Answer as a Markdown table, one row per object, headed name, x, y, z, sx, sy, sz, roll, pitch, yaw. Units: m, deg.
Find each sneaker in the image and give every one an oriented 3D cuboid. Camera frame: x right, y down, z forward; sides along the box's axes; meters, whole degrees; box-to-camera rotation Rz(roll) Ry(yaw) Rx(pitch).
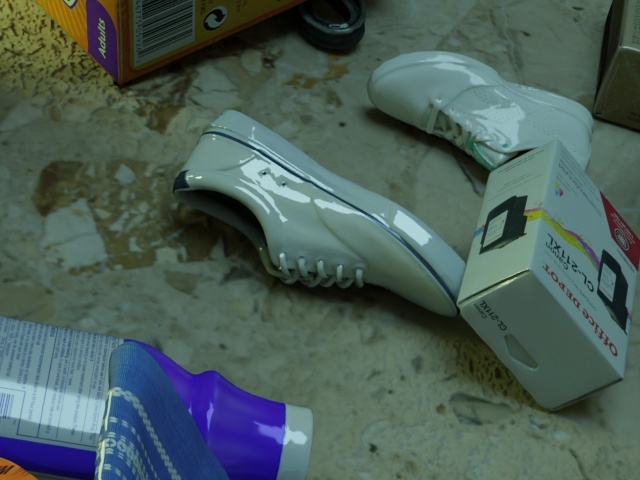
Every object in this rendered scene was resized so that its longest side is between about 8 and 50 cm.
| name | x | y | z | sx | sy | sz | roll | pitch | yaw |
| --- | --- | --- | --- | --- | --- | --- | --- | --- | --- |
| sneaker | 0.000 | 0.000 | 1.320 | 0.258 | 0.094 | 0.091 | 31 | 70 | 12 |
| sneaker | 0.143 | -0.101 | 1.487 | 0.212 | 0.080 | 0.094 | 15 | 51 | -5 |

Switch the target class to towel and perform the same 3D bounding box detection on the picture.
| name | x | y | z | sx | sy | sz | roll | pitch | yaw |
| --- | --- | --- | --- | --- | --- | --- | --- | --- | --- |
| towel | -0.066 | 0.244 | 0.895 | 0.040 | 0.243 | 0.336 | -15 | 41 | 11 |

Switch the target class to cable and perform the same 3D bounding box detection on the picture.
| name | x | y | z | sx | sy | sz | roll | pitch | yaw |
| --- | --- | --- | --- | --- | --- | --- | --- | --- | --- |
| cable | -0.012 | -0.301 | 1.658 | 0.140 | 0.072 | 0.287 | 9 | 39 | -6 |

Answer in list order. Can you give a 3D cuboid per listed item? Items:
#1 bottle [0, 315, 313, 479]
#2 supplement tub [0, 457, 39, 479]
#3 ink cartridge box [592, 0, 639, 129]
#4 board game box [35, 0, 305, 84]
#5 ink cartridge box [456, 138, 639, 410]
| name | x | y | z | sx | sy | sz | roll | pitch | yaw |
| --- | --- | --- | --- | --- | --- | --- | --- | --- | --- |
| bottle | -0.148 | 0.120 | 1.107 | 0.283 | 0.092 | 0.118 | 10 | 45 | -8 |
| supplement tub | -0.273 | 0.250 | 0.824 | 0.338 | 0.207 | 0.207 | -27 | 56 | -39 |
| ink cartridge box | 0.396 | -0.172 | 1.640 | 0.235 | 0.088 | 0.193 | 18 | 38 | 2 |
| board game box | -0.135 | -0.433 | 1.499 | 0.356 | 0.356 | 0.356 | -28 | 55 | -27 |
| ink cartridge box | 0.183 | 0.026 | 1.305 | 0.127 | 0.072 | 0.175 | 48 | 34 | -21 |
